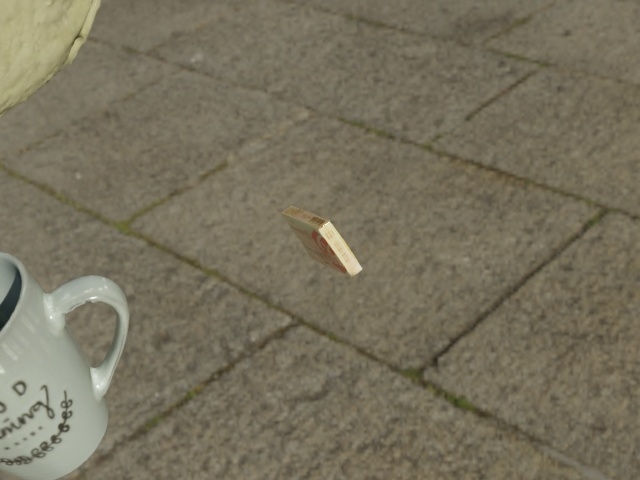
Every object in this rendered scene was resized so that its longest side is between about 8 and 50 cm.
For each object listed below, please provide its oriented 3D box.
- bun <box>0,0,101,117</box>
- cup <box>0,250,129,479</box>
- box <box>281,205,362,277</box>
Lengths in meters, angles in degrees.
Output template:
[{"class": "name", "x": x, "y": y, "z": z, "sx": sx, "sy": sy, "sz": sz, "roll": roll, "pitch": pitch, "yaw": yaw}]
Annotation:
[{"class": "bun", "x": -0.298, "y": -0.255, "z": 0.740, "sx": 0.227, "sy": 0.352, "sz": 0.349, "roll": -24, "pitch": 56, "yaw": 21}, {"class": "cup", "x": -0.315, "y": 0.139, "z": 1.131, "sx": 0.258, "sy": 0.234, "sz": 0.186, "roll": -25, "pitch": 41, "yaw": 6}, {"class": "box", "x": 0.000, "y": 0.000, "z": 0.936, "sx": 0.015, "sy": 0.058, "sz": 0.093, "roll": -38, "pitch": 23, "yaw": -12}]
